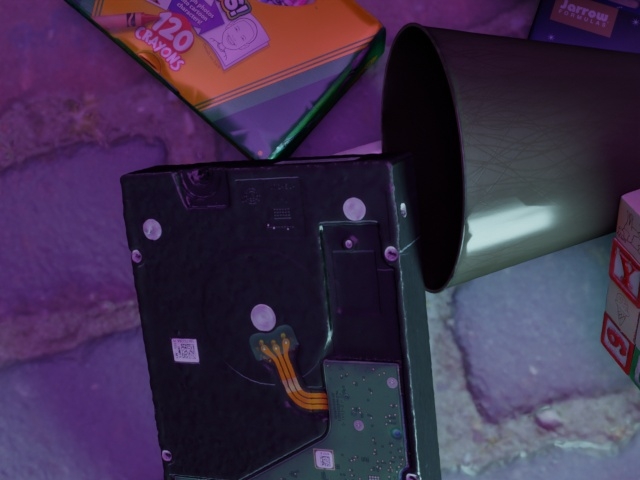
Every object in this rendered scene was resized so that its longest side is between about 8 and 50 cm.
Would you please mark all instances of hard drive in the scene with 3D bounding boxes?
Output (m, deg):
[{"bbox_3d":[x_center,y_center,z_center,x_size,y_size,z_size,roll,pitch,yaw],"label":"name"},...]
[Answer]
[{"bbox_3d":[-0.027,0.103,0.724,0.237,0.064,0.339,-2,102,24],"label":"hard drive"}]

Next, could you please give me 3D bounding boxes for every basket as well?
[{"bbox_3d":[0.181,-0.072,0.710,0.227,0.154,0.204,-6,94,-16],"label":"basket"}]

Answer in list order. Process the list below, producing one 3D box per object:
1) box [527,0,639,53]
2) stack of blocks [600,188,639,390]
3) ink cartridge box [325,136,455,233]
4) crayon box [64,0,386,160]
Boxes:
[{"bbox_3d":[0.248,-0.141,0.827,0.136,0.036,0.225,18,85,4],"label":"box"},{"bbox_3d":[0.382,0.006,0.708,0.297,0.171,0.087,-19,44,-10],"label":"stack of blocks"},{"bbox_3d":[0.000,0.000,0.804,0.231,0.078,0.134,-17,84,2],"label":"ink cartridge box"},{"bbox_3d":[-0.097,-0.211,0.826,0.278,0.081,0.165,41,88,6],"label":"crayon box"}]
